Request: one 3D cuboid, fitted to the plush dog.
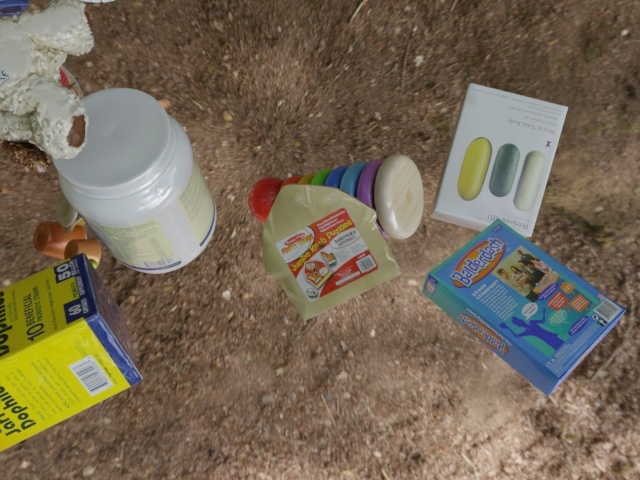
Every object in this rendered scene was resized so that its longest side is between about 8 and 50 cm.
[{"bbox_3d":[-0.470,-0.234,1.035,0.210,0.225,0.262,4,72,-23],"label":"plush dog"}]

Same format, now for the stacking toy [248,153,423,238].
[{"bbox_3d":[0.008,-0.070,1.184,0.330,0.141,0.141,-1,100,33],"label":"stacking toy"}]

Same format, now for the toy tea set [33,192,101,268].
[{"bbox_3d":[-0.535,0.059,1.509,0.200,0.124,0.336,-32,64,30],"label":"toy tea set"}]

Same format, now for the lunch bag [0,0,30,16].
[{"bbox_3d":[-0.661,-0.503,1.401,0.098,0.067,0.065,-23,98,-40],"label":"lunch bag"}]

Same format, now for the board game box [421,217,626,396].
[{"bbox_3d":[0.267,0.080,0.888,0.160,0.047,0.210,-33,60,-28],"label":"board game box"}]

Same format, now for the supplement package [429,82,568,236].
[{"bbox_3d":[0.359,-0.154,1.385,0.199,0.198,0.262,16,90,7],"label":"supplement package"}]

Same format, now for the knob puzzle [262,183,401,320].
[{"bbox_3d":[0.000,0.000,0.990,0.213,0.030,0.213,3,106,11],"label":"knob puzzle"}]

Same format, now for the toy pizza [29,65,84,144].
[{"bbox_3d":[-0.538,-0.271,1.297,0.032,0.201,0.201,-11,101,37],"label":"toy pizza"}]

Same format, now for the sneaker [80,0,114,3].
[{"bbox_3d":[-0.475,-0.492,1.197,0.107,0.279,0.118,17,107,34],"label":"sneaker"}]

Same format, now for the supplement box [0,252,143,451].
[{"bbox_3d":[-0.537,0.213,1.197,0.356,0.194,0.195,-26,131,-10],"label":"supplement box"}]

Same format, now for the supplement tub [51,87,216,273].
[{"bbox_3d":[-0.333,-0.101,1.229,0.235,0.325,0.235,-1,65,3],"label":"supplement tub"}]
